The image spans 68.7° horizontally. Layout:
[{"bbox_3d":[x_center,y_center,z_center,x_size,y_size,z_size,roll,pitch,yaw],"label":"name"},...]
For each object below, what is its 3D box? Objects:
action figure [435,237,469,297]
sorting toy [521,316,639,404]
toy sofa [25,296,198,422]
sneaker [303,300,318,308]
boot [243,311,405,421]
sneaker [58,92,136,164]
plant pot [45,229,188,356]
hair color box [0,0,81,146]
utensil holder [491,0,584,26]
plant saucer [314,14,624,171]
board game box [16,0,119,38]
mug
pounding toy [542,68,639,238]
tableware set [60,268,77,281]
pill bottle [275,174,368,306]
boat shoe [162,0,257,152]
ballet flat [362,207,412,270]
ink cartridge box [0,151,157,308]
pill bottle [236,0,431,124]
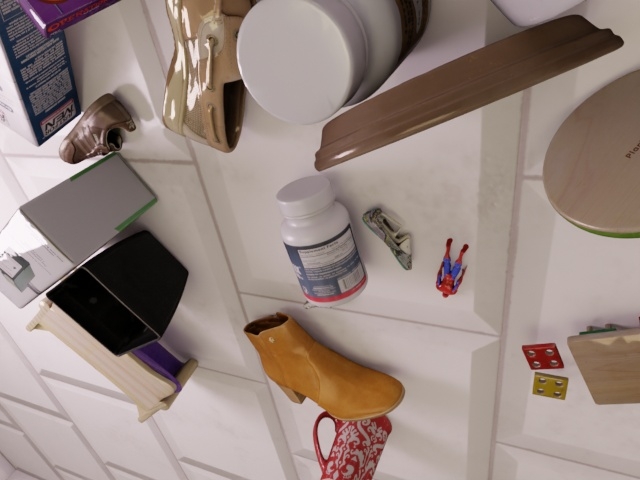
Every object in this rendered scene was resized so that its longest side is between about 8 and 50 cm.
[{"bbox_3d":[0.194,0.047,0.693,0.038,0.030,0.115,19,136,20],"label":"action figure"},{"bbox_3d":[0.426,0.166,0.653,0.275,0.046,0.132,-18,115,36],"label":"sorting toy"},{"bbox_3d":[-0.462,0.232,1.087,0.362,0.150,0.177,44,119,-10],"label":"toy sofa"},{"bbox_3d":[0.003,0.110,0.837,0.037,0.032,0.083,46,132,-11],"label":"sneaker"},{"bbox_3d":[-0.007,0.229,0.887,0.295,0.104,0.211,-9,120,37],"label":"boot"},{"bbox_3d":[-0.382,-0.168,0.797,0.188,0.066,0.071,-30,108,40],"label":"sneaker"},{"bbox_3d":[-0.378,0.092,0.925,0.188,0.167,0.187,-26,112,38],"label":"plant pot"},{"bbox_3d":[-0.459,-0.306,0.646,0.174,0.105,0.347,33,148,-1],"label":"hair color box"},{"bbox_3d":[0.107,-0.364,0.224,0.385,0.327,0.328,44,132,-11],"label":"utensil holder"},{"bbox_3d":[0.118,-0.133,0.435,0.278,0.278,0.041,-16,100,35],"label":"plant saucer"},{"bbox_3d":[-0.314,-0.416,0.478,0.346,0.208,0.056,55,160,-19],"label":"board game box"},{"bbox_3d":[0.055,0.442,0.973,0.150,0.169,0.113,-2,124,28],"label":"mug"},{"bbox_3d":[0.351,-0.080,0.445,0.110,0.182,0.237,30,135,-32],"label":"pounding toy"},{"bbox_3d":[-0.654,0.069,1.152,0.169,0.020,0.141,19,133,12],"label":"tableware set"},{"bbox_3d":[0.000,0.000,0.703,0.108,0.108,0.180,-2,123,28],"label":"pill bottle"},{"bbox_3d":[-0.112,-0.250,0.570,0.110,0.121,0.341,29,143,-2],"label":"boat shoe"},{"bbox_3d":[0.110,-0.004,0.692,0.041,0.041,0.114,-30,108,40],"label":"ballet flat"},{"bbox_3d":[-0.471,-0.014,0.865,0.289,0.211,0.121,-25,111,39],"label":"ink cartridge box"},{"bbox_3d":[0.020,-0.204,0.452,0.131,0.229,0.131,14,130,17],"label":"pill bottle"}]
